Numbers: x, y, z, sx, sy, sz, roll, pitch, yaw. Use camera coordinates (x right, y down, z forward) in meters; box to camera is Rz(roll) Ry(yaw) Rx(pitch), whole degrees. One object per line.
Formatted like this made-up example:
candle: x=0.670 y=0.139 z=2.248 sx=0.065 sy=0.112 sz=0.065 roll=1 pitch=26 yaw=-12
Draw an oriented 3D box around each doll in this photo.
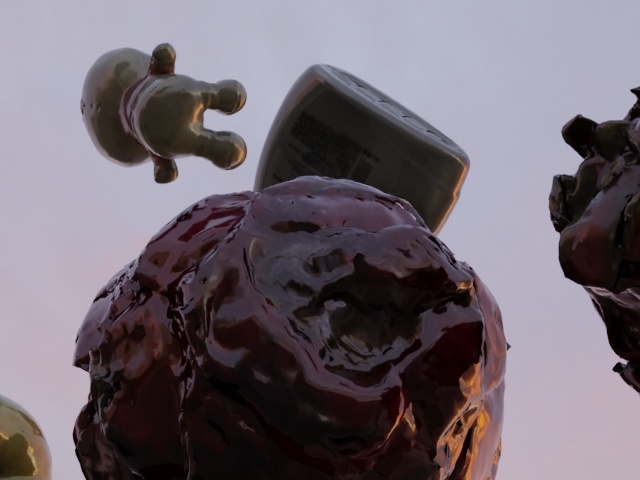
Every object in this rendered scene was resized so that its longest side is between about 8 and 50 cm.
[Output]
doll: x=-0.200 y=-0.150 z=1.369 sx=0.113 sy=0.275 sz=0.155 roll=-8 pitch=-72 yaw=-44

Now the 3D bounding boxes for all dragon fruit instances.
dragon fruit: x=-0.019 y=0.107 z=0.850 sx=0.329 sy=0.329 sz=0.329 roll=0 pitch=-47 yaw=0
dragon fruit: x=0.261 y=-0.001 z=0.668 sx=0.299 sy=0.244 sz=0.244 roll=-1 pitch=-42 yaw=-31

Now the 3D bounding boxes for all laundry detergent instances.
laundry detergent: x=0.000 y=0.000 z=1.569 sx=0.264 sy=0.124 sz=0.398 roll=35 pitch=-72 yaw=19

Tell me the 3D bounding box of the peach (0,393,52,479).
peach: x=-0.348 y=0.237 z=1.059 sx=0.232 sy=0.232 sz=0.232 roll=0 pitch=-47 yaw=0
